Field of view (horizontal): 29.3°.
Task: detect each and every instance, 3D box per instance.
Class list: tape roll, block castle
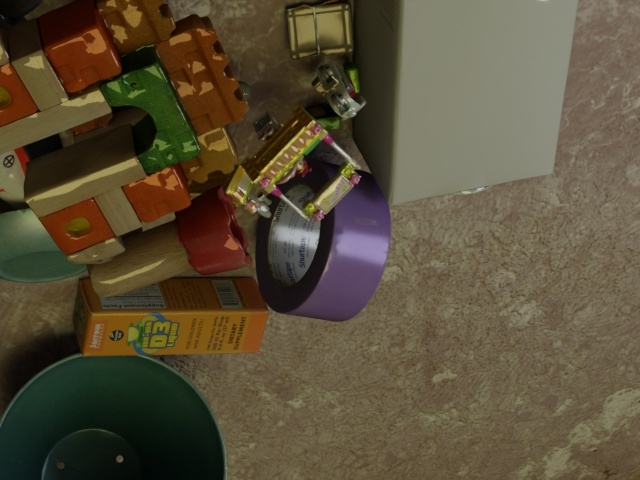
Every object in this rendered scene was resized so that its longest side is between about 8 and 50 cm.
[{"bbox_3d":[0.000,0.000,1.467,0.080,0.189,0.189,11,123,-31],"label":"tape roll"},{"bbox_3d":[-0.200,-0.188,1.152,0.213,0.303,0.453,-20,133,3],"label":"block castle"}]

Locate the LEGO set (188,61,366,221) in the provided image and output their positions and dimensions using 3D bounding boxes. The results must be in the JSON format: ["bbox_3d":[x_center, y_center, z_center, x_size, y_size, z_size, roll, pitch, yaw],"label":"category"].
[{"bbox_3d":[-0.059,-0.070,1.380,0.287,0.132,0.107,-32,129,24],"label":"LEGO set"}]

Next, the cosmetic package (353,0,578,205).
[{"bbox_3d":[0.157,-0.243,1.353,0.217,0.156,0.385,-10,132,-14],"label":"cosmetic package"}]

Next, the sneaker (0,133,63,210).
[{"bbox_3d":[-0.370,-0.107,1.304,0.145,0.090,0.270,5,153,8],"label":"sneaker"}]

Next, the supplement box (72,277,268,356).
[{"bbox_3d":[-0.190,0.097,1.547,0.233,0.080,0.078,1,125,-21],"label":"supplement box"}]

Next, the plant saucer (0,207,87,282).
[{"bbox_3d":[-0.315,0.014,1.389,0.195,0.037,0.195,-10,161,-3],"label":"plant saucer"}]

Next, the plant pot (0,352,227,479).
[{"bbox_3d":[-0.283,0.301,1.579,0.290,0.290,0.195,-5,166,-19],"label":"plant pot"}]

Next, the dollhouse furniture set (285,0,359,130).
[{"bbox_3d":[0.002,-0.206,1.408,0.076,0.058,0.151,-9,112,-6],"label":"dollhouse furniture set"}]
